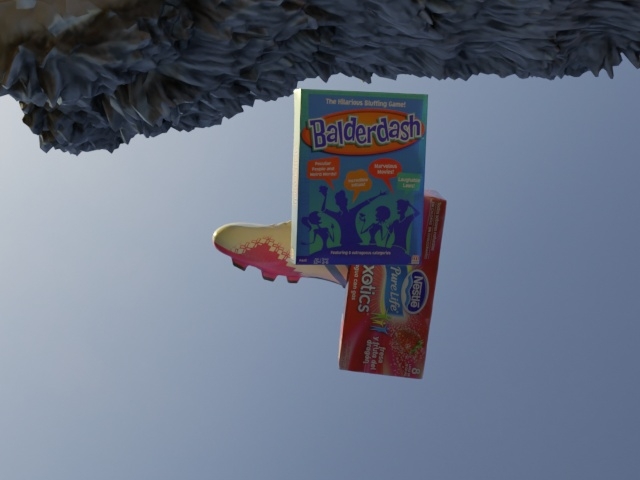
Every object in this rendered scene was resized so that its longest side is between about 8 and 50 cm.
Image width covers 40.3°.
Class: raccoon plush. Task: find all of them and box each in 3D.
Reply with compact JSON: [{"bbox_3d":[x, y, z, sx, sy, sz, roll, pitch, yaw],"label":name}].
[{"bbox_3d":[0.070,-0.089,0.368,0.446,0.216,0.299,33,-103,13],"label":"raccoon plush"}]

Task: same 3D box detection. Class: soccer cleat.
[{"bbox_3d":[0.000,0.000,1.350,0.143,0.331,0.116,-70,-158,12],"label":"soccer cleat"}]

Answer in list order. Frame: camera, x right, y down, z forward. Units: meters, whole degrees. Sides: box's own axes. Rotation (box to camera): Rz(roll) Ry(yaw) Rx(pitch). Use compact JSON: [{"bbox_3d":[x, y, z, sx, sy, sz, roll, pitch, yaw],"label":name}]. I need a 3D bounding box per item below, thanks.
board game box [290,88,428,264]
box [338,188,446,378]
[{"bbox_3d":[0.046,-0.076,1.064,0.047,0.160,0.210,-152,-118,-77],"label":"board game box"},{"bbox_3d":[0.099,0.052,1.237,0.128,0.122,0.257,-78,175,-81],"label":"box"}]
